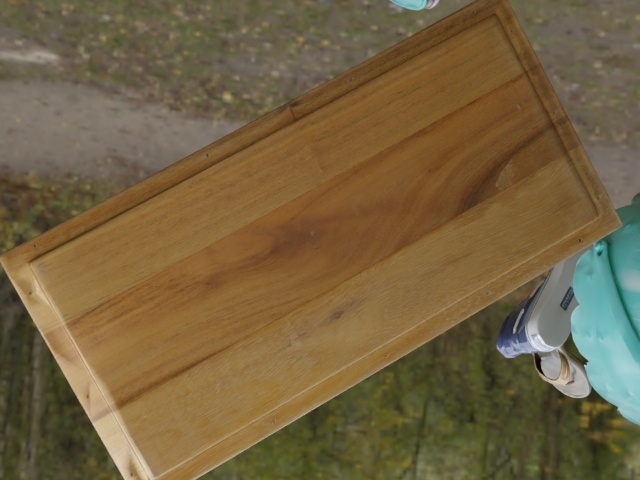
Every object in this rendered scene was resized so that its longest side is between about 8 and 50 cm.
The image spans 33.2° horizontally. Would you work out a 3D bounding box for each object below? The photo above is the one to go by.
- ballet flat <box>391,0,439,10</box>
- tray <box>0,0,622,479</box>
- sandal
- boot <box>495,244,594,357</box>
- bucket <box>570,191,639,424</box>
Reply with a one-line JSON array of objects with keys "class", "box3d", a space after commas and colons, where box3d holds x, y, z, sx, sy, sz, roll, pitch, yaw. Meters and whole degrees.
[{"class": "ballet flat", "box3d": [0.040, -0.291, 0.997, 0.221, 0.079, 0.077, 36, 145, 25]}, {"class": "tray", "box3d": [0.000, 0.000, 0.793, 0.411, 0.203, 0.076, -30, -174, -11]}, {"class": "sandal", "box3d": [0.372, 0.196, 1.711, 0.072, 0.049, 0.180, -9, 129, 38]}, {"class": "boot", "box3d": [0.285, 0.066, 1.325, 0.069, 0.190, 0.086, 49, 147, -10]}, {"class": "bucket", "box3d": [0.399, 0.074, 1.018, 0.281, 0.281, 0.183, 8, 180, -11]}]
